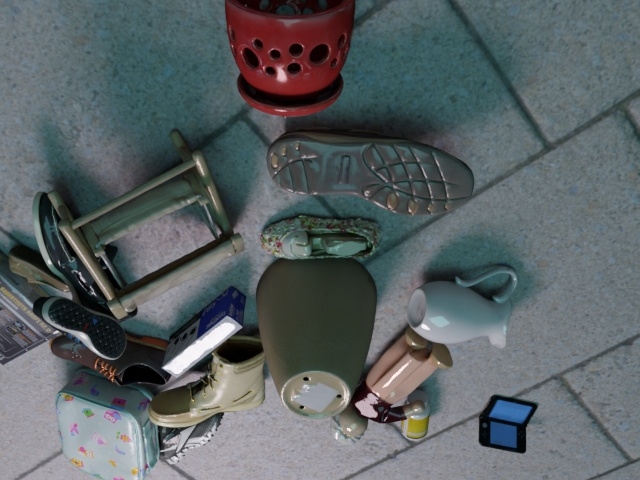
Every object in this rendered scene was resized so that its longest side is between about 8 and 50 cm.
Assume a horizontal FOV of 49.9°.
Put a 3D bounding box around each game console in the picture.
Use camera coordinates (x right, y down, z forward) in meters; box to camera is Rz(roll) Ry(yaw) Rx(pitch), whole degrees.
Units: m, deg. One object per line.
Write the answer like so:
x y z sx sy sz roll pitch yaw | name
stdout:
0.444 0.437 1.626 0.122 0.107 0.071 13 152 -9 | game console

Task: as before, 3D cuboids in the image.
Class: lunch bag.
-0.476 0.433 1.571 0.223 0.108 0.279 13 126 9 | lunch bag

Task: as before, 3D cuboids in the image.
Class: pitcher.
0.292 0.126 1.390 0.207 0.125 0.178 9 104 -19 | pitcher

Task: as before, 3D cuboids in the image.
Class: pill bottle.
0.223 0.406 1.604 0.065 0.065 0.116 0 126 0 | pill bottle

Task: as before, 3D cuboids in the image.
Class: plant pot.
-0.045 -0.299 1.046 0.191 0.191 0.174 0 134 0 | plant pot
-0.007 0.200 1.335 0.256 0.274 0.257 0 125 -1 | plant pot

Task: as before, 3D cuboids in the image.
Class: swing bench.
-0.289 -0.013 1.199 0.253 0.165 0.255 -30 123 -13 | swing bench

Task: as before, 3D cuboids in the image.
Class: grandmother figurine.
0.131 0.333 1.531 0.207 0.104 0.342 41 117 9 | grandmother figurine

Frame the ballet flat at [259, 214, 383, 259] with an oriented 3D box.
0.000 0.000 1.315 0.240 0.077 0.091 -5 117 4 | ballet flat

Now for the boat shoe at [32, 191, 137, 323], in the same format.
-0.437 0.043 1.314 0.112 0.127 0.340 -7 126 3 | boat shoe

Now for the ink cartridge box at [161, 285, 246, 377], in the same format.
-0.243 0.191 1.435 0.207 0.097 0.046 -39 117 23 | ink cartridge box

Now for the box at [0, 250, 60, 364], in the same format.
-0.667 0.136 1.420 0.183 0.056 0.231 -28 121 17 | box

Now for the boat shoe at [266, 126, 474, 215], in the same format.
0.089 -0.140 1.188 0.355 0.130 0.133 11 121 -1 | boat shoe

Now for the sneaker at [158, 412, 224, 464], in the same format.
-0.325 0.446 1.623 0.106 0.078 0.234 36 120 -25 | sneaker

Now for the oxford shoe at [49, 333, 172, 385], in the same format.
-0.447 0.250 1.471 0.271 0.098 0.097 9 125 -8 | oxford shoe

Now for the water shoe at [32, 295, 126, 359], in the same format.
-0.456 0.160 1.317 0.080 0.073 0.203 9 151 38 | water shoe

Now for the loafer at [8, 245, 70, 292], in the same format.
-0.553 0.063 1.374 0.148 0.056 0.050 31 120 -9 | loafer

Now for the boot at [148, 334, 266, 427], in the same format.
-0.239 0.298 1.467 0.261 0.095 0.204 -7 137 -16 | boot
